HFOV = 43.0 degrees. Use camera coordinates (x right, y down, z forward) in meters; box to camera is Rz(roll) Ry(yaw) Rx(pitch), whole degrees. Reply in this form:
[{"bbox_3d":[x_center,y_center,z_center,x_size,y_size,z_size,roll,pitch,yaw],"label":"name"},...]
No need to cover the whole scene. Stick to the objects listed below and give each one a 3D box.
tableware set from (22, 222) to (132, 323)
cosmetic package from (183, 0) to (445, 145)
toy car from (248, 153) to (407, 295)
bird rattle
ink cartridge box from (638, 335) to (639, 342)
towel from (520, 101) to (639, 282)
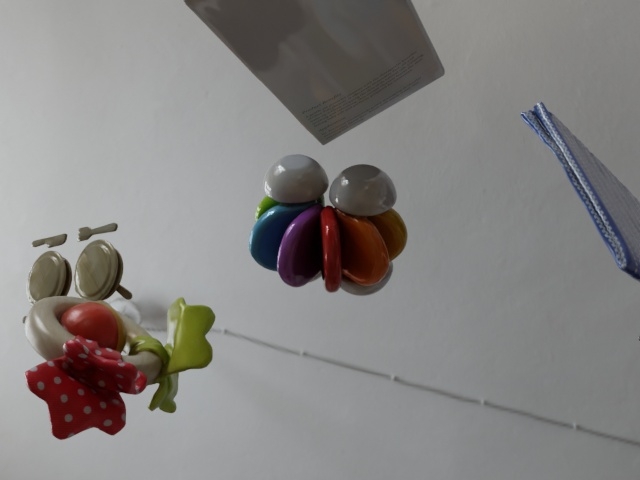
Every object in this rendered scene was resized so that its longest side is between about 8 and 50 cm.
[{"bbox_3d":[-0.339,0.051,1.134,0.194,0.039,0.128,-9,-108,35],"label":"tableware set"},{"bbox_3d":[-0.008,-0.274,0.918,0.197,0.365,0.155,-28,-115,10],"label":"cosmetic package"},{"bbox_3d":[0.000,0.000,0.914,0.182,0.136,0.159,11,-53,18],"label":"toy car"},{"bbox_3d":[-0.252,0.135,0.933,0.207,0.253,0.143,30,-72,25],"label":"bird rattle"},{"bbox_3d":[0.443,0.186,0.800,0.223,0.045,0.224,17,-38,48],"label":"ink cartridge box"},{"bbox_3d":[0.364,-0.005,0.958,0.040,0.243,0.336,-37,-41,24],"label":"towel"}]
